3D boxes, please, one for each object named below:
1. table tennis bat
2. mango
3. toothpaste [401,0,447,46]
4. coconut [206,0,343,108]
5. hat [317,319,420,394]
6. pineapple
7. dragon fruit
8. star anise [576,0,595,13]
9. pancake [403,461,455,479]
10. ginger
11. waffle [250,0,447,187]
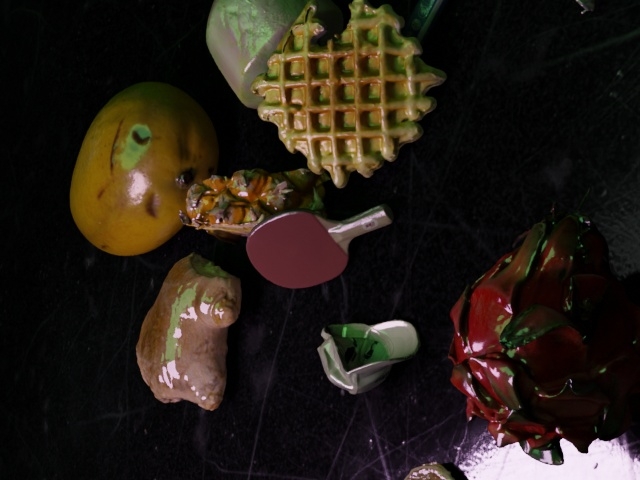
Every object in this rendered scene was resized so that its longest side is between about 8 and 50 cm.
[{"bbox_3d":[0.000,0.000,1.566,0.246,0.138,0.022,-21,30,29],"label":"table tennis bat"},{"bbox_3d":[-0.354,-0.124,1.965,0.445,0.220,0.301,-22,67,52],"label":"mango"},{"bbox_3d":[0.149,-0.319,1.498,0.197,0.035,0.057,-61,32,27],"label":"toothpaste"},{"bbox_3d":[-0.068,-0.313,1.644,0.236,0.204,0.236,-2,86,24],"label":"coconut"},{"bbox_3d":[0.071,0.160,1.474,0.166,0.081,0.122,-19,27,34],"label":"hat"},{"bbox_3d":[-0.100,-0.052,1.678,0.236,0.186,0.114,2,75,10],"label":"pineapple"},{"bbox_3d":[0.256,0.089,1.114,0.234,0.234,0.293,37,116,50],"label":"dragon fruit"},{"bbox_3d":[0.296,-0.389,1.295,0.208,0.063,0.171,43,114,48],"label":"star anise"},{"bbox_3d":[0.144,0.360,1.358,0.139,0.022,0.139,-14,72,50],"label":"pancake"},{"bbox_3d":[-0.209,0.153,1.787,0.221,0.130,0.275,-21,71,39],"label":"ginger"},{"bbox_3d":[0.038,-0.217,1.501,0.250,0.056,0.261,43,111,6],"label":"waffle"}]
